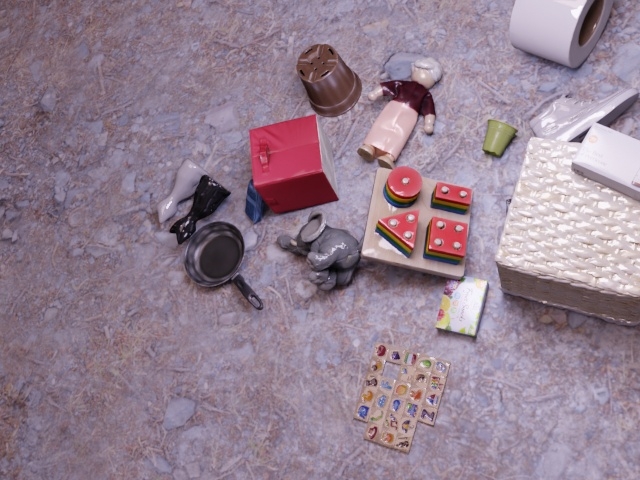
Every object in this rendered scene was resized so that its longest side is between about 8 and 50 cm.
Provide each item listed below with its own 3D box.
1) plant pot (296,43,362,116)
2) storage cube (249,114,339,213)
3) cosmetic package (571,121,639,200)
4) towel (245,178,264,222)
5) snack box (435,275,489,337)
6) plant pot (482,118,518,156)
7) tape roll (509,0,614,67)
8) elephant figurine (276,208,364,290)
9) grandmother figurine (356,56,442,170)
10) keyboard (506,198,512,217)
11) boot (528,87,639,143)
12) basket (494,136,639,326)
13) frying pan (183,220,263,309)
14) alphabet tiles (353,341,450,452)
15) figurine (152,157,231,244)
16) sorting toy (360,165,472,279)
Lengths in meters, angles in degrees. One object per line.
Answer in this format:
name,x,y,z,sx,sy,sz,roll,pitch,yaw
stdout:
plant pot,0.018,-0.468,2.032,0.166,0.165,0.167,-7,68,18
storage cube,-0.070,-0.206,1.942,0.193,0.215,0.184,-12,66,10
cosmetic package,0.631,-0.140,1.402,0.239,0.060,0.099,29,85,24
towel,-0.189,-0.112,2.007,0.029,0.120,0.067,-22,51,-33
snack box,0.348,0.159,1.733,0.100,0.037,0.141,10,74,23
plant pot,0.458,-0.262,1.836,0.083,0.083,0.079,25,92,27
tape roll,0.615,-0.582,1.798,0.169,0.246,0.246,30,83,29
elephant figurine,0.000,0.000,1.876,0.185,0.169,0.239,-13,45,-15
grandmother figurine,0.228,-0.366,1.955,0.207,0.104,0.342,33,80,1
keyboard,0.617,-0.097,1.732,0.317,0.033,0.202,-6,74,18
boot,0.652,-0.329,1.768,0.258,0.095,0.123,-34,69,7
basket,0.585,-0.020,1.563,0.331,0.266,0.329,15,80,22
frying pan,-0.245,0.060,1.993,0.326,0.053,0.197,20,78,27
alphabet tiles,0.193,0.384,1.724,0.198,0.009,0.237,12,75,24
figurine,-0.397,-0.115,2.088,0.209,0.092,0.215,-52,46,1
sorting toy,0.249,-0.060,1.751,0.255,0.089,0.257,12,64,-1
